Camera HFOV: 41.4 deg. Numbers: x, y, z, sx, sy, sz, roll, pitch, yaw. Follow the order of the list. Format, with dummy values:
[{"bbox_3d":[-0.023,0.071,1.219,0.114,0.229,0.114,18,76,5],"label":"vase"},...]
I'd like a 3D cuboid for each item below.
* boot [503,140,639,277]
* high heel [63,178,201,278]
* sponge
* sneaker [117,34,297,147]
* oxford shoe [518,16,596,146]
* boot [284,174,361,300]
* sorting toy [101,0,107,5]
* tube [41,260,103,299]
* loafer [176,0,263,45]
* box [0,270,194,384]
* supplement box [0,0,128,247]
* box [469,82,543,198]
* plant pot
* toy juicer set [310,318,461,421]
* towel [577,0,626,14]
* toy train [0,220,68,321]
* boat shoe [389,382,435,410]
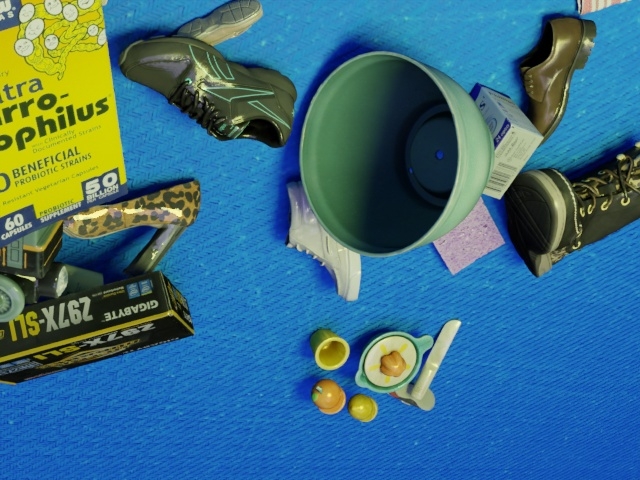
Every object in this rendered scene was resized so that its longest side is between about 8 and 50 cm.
[{"bbox_3d":[0.472,-0.078,1.458,0.284,0.138,0.377,-28,156,1],"label":"boot"},{"bbox_3d":[-0.318,-0.076,1.292,0.261,0.093,0.186,39,83,-23],"label":"high heel"},{"bbox_3d":[0.249,-0.033,1.539,0.117,0.031,0.210,-31,132,7],"label":"sponge"},{"bbox_3d":[-0.150,-0.205,1.184,0.267,0.106,0.101,12,154,-26],"label":"sneaker"},{"bbox_3d":[0.354,-0.254,1.368,0.096,0.082,0.227,6,119,-13],"label":"oxford shoe"},{"bbox_3d":[0.000,0.000,1.449,0.124,0.095,0.258,-8,122,-6],"label":"boot"},{"bbox_3d":[-0.307,-0.330,1.086,0.083,0.044,0.075,-12,139,-10],"label":"sorting toy"},{"bbox_3d":[-0.469,0.054,1.339,0.240,0.062,0.070,17,82,-25],"label":"tube"},{"bbox_3d":[-0.136,-0.296,1.178,0.125,0.045,0.039,-20,149,6],"label":"loafer"},{"bbox_3d":[-0.376,0.144,1.338,0.322,0.079,0.257,-15,166,-5],"label":"box"},{"bbox_3d":[-0.370,-0.196,0.995,0.194,0.195,0.356,-27,147,-25],"label":"supplement box"},{"bbox_3d":[0.272,-0.161,1.367,0.072,0.137,0.126,15,122,-28],"label":"box"},{"bbox_3d":[0.140,-0.128,1.278,0.196,0.293,0.293,-6,135,-47],"label":"plant pot"},{"bbox_3d":[0.133,0.271,1.682,0.329,0.089,0.209,-2,110,-21],"label":"toy juicer set"},{"bbox_3d":[0.486,-0.432,1.290,0.197,0.029,0.144,-17,133,-5],"label":"towel"},{"bbox_3d":[-0.517,-0.010,1.181,0.334,0.142,0.190,12,118,-2],"label":"toy train"},{"bbox_3d":[0.193,0.330,1.818,0.137,0.049,0.043,27,158,-38],"label":"boat shoe"}]
